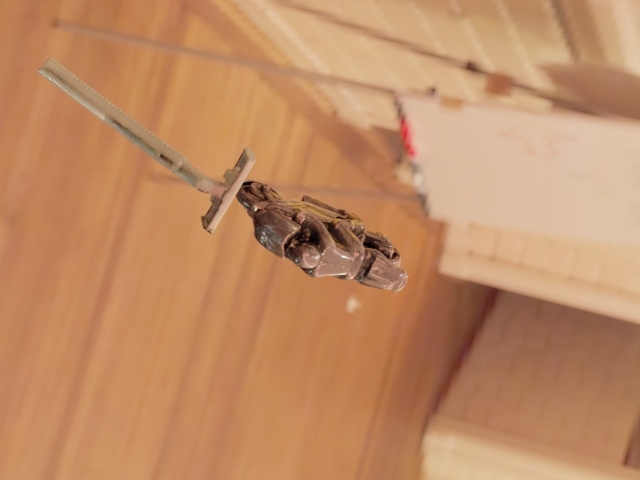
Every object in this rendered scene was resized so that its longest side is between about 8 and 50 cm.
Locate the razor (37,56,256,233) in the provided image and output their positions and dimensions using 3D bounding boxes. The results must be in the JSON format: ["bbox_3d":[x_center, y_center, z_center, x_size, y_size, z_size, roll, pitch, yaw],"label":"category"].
[{"bbox_3d":[-0.163,-0.096,1.638,0.084,0.211,0.036,-58,176,25],"label":"razor"}]

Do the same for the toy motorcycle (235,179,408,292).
[{"bbox_3d":[0.000,0.000,1.870,0.061,0.193,0.124,-60,-167,23],"label":"toy motorcycle"}]
